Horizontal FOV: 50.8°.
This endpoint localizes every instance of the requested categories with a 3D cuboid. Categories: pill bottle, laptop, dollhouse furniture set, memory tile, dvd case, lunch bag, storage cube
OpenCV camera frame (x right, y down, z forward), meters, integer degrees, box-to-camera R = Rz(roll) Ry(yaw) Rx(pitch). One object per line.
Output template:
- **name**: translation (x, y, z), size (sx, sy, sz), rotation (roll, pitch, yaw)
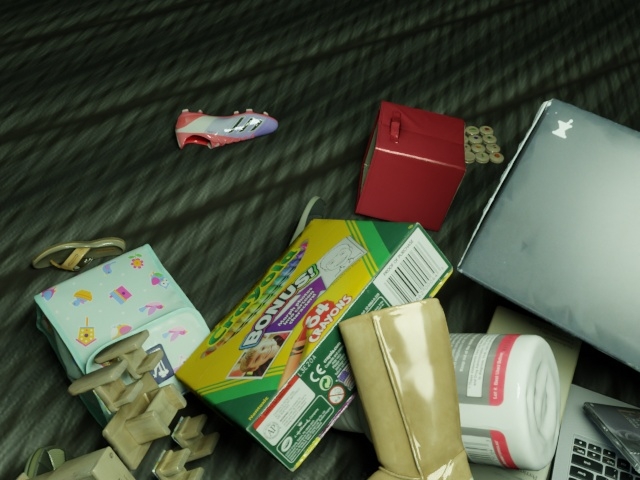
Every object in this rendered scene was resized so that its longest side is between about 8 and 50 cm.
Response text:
- **pill bottle**: translation (0.162, 0.220, 0.965), size (0.318, 0.176, 0.176), rotation (-4, 37, 34)
- **laptop**: translation (0.546, 0.368, 0.952), size (0.382, 0.236, 0.408), rotation (19, 47, 13)
- **dollhouse furniture set**: translation (-0.295, 0.294, 0.957), size (0.161, 0.212, 0.242), rotation (-23, 18, 21)
- **memory tile**: translation (0.396, -0.245, 1.704), size (0.113, 0.012, 0.148), rotation (0, 46, -5)
- **dvd case**: translation (0.549, 0.316, 1.053), size (0.221, 0.018, 0.164), rotation (11, 18, -12)
- **lunch bag**: translation (-0.319, 0.170, 1.135), size (0.223, 0.160, 0.262), rotation (-27, 67, -33)
- **storage cube**: translation (0.195, -0.161, 1.471), size (0.193, 0.215, 0.184), rotation (13, 45, -2)

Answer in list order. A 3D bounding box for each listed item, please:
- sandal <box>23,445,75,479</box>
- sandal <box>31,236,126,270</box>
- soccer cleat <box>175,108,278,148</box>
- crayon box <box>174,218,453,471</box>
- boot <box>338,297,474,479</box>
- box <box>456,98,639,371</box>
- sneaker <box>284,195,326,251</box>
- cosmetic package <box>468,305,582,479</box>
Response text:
- **sandal**: translation (-0.404, 0.431, 0.914), size (0.086, 0.120, 0.303), rotation (-19, 41, 16)
- **sandal**: translation (-0.473, 0.034, 1.325), size (0.180, 0.072, 0.049), rotation (-8, 68, -19)
- **soccer cleat**: translation (-0.227, -0.264, 1.637), size (0.248, 0.083, 0.095), rotation (1, 74, -11)
- **crayon box**: translation (-0.024, 0.127, 1.025), size (0.363, 0.106, 0.313), rotation (-48, 24, -18)
- **boot**: translation (0.067, 0.229, 0.838), size (0.236, 0.089, 0.270), rotation (-13, 79, -4)
- **box**: translation (0.529, 0.050, 1.066), size (0.480, 0.472, 0.297), rotation (30, 94, 23)
- **sneaker**: translation (0.000, 0.000, 1.397), size (0.118, 0.083, 0.222), rotation (27, 39, -5)
- **cosmetic package**: translation (0.313, 0.272, 1.115), size (0.160, 0.113, 0.309), rotation (20, 46, 15)
